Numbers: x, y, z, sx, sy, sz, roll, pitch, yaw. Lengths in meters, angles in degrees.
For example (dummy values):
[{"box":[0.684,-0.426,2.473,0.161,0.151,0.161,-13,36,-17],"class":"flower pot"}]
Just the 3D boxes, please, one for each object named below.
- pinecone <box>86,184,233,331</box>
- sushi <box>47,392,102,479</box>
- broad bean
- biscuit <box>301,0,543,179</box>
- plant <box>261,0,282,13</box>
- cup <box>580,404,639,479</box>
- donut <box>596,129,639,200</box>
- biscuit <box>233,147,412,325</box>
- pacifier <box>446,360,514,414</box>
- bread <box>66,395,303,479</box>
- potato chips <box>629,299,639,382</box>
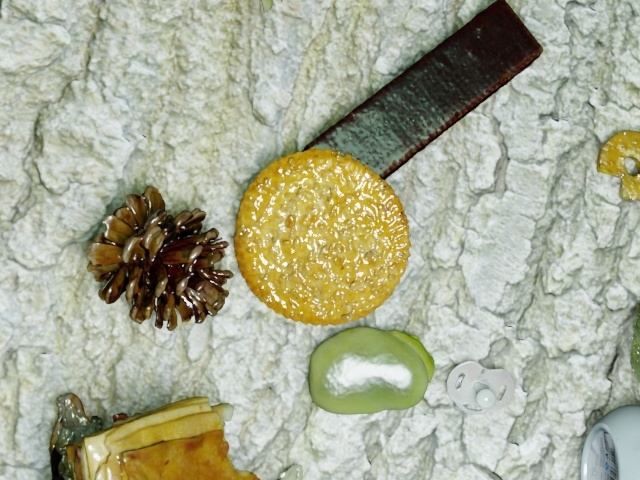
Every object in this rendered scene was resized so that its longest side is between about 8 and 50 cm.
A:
[{"box":[-0.209,0.031,1.319,0.195,0.150,0.179,38,74,-6],"class":"pinecone"},{"box":[-0.313,0.312,1.298,0.097,0.103,0.226,-18,81,-17],"class":"sushi"},{"box":[0.071,0.183,1.375,0.175,0.082,0.124,4,86,-9],"class":"broad bean"},{"box":[0.147,-0.197,1.431,0.388,0.073,0.107,-38,89,-9],"class":"biscuit"},{"box":[-0.182,-0.446,1.316,0.297,0.261,0.305,-20,76,-9],"class":"plant"},{"box":[0.535,0.330,1.366,0.312,0.205,0.205,6,83,-6],"class":"cup"},{"box":[0.468,-0.112,1.482,0.097,0.043,0.108,-36,89,-10],"class":"donut"},{"box":[0.000,0.000,1.366,0.254,0.035,0.253,1,103,6],"class":"biscuit"},{"box":[0.229,0.218,1.398,0.099,0.078,0.081,15,104,-7],"class":"pacifier"},{"box":[-0.156,0.360,1.238,0.370,0.192,0.314,-1,75,-49],"class":"bread"},{"box":[0.499,0.160,1.419,0.142,0.026,0.209,46,46,4],"class":"potato chips"}]
